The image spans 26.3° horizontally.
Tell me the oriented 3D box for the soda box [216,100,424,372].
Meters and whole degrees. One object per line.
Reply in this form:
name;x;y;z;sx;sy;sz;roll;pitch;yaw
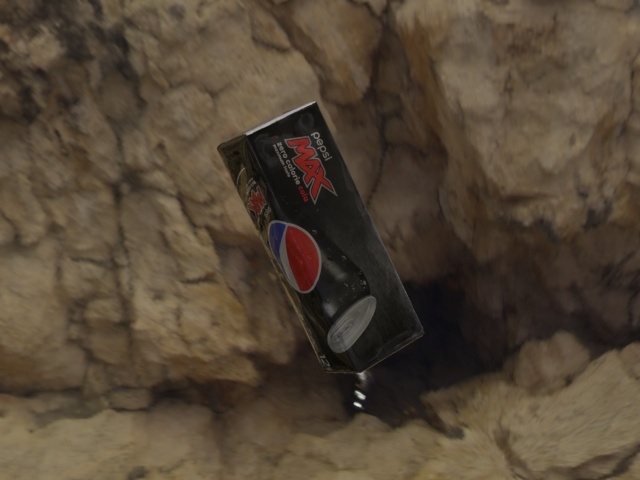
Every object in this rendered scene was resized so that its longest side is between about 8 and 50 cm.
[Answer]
soda box;0.000;0.000;0.885;0.060;0.053;0.168;-29;-83;-24
